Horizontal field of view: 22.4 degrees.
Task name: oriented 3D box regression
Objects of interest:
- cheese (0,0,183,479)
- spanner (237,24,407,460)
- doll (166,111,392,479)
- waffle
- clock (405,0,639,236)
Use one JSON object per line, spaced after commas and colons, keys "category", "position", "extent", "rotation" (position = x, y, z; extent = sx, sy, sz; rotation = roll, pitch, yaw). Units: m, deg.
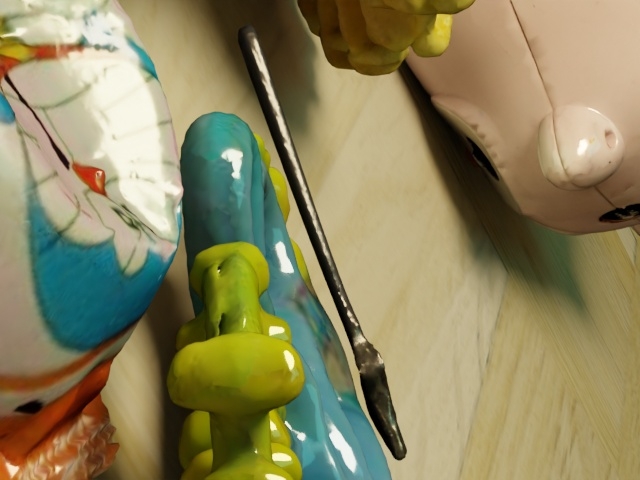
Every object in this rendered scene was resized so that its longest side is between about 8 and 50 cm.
{"category": "cheese", "position": [-0.147, -0.067, 0.472], "extent": [0.329, 0.129, 0.217], "rotation": [66, 21, -4]}
{"category": "spanner", "position": [0.000, 0.000, 0.727], "extent": [0.046, 0.012, 0.208], "rotation": [95, -25, -81]}
{"category": "doll", "position": [-0.016, 0.121, 0.629], "extent": [0.341, 0.099, 0.346], "rotation": [-103, 177, -54]}
{"category": "waffle", "position": [0.011, -0.228, 0.893], "extent": [0.309, 0.065, 0.283], "rotation": [116, -42, -63]}
{"category": "clock", "position": [0.192, -0.197, 1.193], "extent": [0.368, 0.250, 0.376], "rotation": [21, 50, -60]}
